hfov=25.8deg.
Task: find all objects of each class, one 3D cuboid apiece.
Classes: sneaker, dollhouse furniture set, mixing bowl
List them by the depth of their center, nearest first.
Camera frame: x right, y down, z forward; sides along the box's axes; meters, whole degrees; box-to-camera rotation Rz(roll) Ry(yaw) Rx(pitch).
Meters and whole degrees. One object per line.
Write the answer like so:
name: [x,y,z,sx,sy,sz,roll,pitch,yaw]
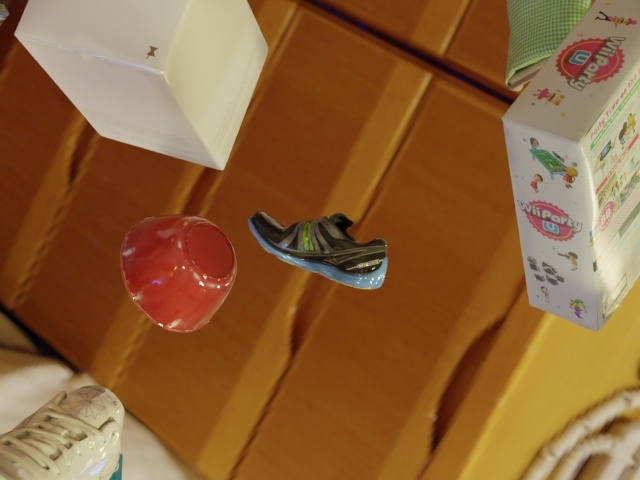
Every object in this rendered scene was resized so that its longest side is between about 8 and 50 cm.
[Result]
sneaker: [-0.254,0.188,1.237,0.152,0.114,0.305,-58,172,-3]
sneaker: [0.000,0.000,1.658,0.067,0.188,0.078,18,91,-63]
dollhouse furniture set: [0.292,-0.347,1.773,0.151,0.301,0.197,22,63,-26]
mixing bowl: [-0.187,0.032,2.013,0.098,0.181,0.181,-28,167,39]

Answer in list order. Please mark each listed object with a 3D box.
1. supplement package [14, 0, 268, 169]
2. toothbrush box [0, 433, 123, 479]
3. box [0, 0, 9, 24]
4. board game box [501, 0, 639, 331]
supplement package: [-0.191,-0.227,1.594,0.293,0.177,0.175,62,46,-71]
toothbrush box: [-0.426,0.335,1.752,0.295,0.126,0.216,13,148,-28]
box: [-0.432,-0.245,1.566,0.137,0.027,0.094,6,141,-48]
board game box: [0.310,-0.083,1.529,0.224,0.097,0.303,-49,145,-27]
